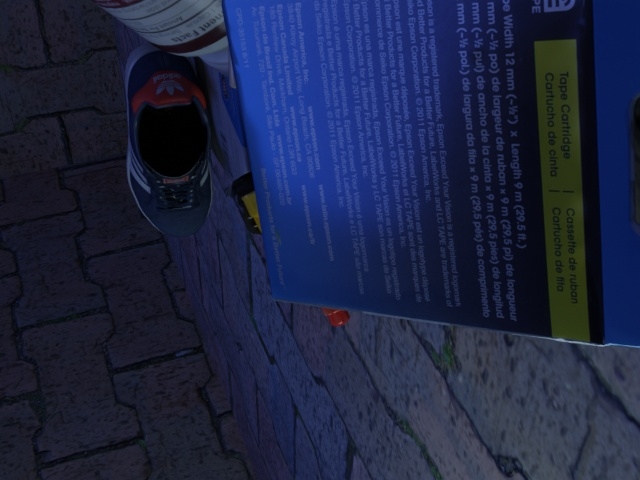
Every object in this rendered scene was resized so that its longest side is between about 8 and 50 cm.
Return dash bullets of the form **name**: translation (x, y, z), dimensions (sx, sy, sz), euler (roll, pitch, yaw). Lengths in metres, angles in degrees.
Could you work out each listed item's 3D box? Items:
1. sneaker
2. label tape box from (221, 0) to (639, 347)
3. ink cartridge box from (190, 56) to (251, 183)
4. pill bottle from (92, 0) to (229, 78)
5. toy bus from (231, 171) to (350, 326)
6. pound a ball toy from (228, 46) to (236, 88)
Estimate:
- **sneaker**: translation (-0.218, -0.107, 1.306), dimensions (0.350, 0.131, 0.148), euler (87, 165, -46)
- **label tape box**: translation (0.111, -0.071, 0.634), dimensions (0.348, 0.115, 0.249), euler (4, 112, 33)
- **ink cartridge box**: translation (-0.094, -0.209, 1.259), dimensions (0.307, 0.129, 0.223), euler (-127, 26, -54)
- **pill bottle**: translation (-0.156, -0.325, 0.888), dimensions (0.392, 0.224, 0.224), euler (31, -154, -48)
- **toy bus**: translation (0.000, 0.000, 1.042), dimensions (0.220, 0.149, 0.211), euler (-100, -10, -85)
- **pound a ball toy**: translation (0.020, -0.173, 0.826), dimensions (0.208, 0.136, 0.319), euler (15, 124, 31)
